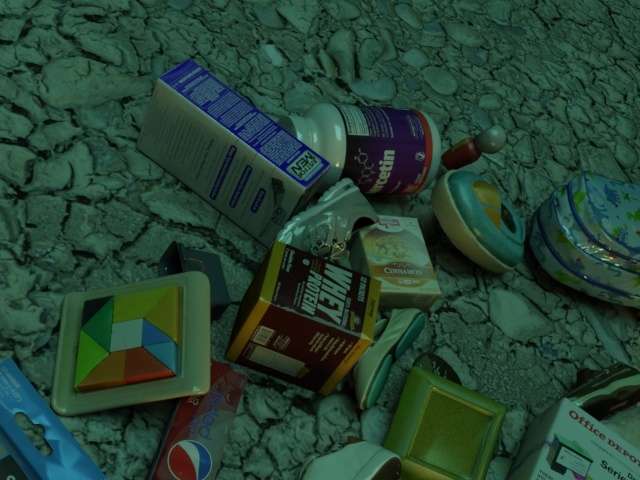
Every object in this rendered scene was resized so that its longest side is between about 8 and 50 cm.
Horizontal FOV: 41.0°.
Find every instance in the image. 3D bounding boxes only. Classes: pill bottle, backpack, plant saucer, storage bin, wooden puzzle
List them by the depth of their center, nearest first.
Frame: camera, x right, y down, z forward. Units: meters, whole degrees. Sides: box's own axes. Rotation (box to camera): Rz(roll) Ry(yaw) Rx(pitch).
[{"bbox_3d":[-0.291,0.151,1.322,0.238,0.044,0.221,-8,52,3],"label":"wooden puzzle"},{"bbox_3d":[0.214,0.328,1.436,0.188,0.045,0.189,25,71,-6],"label":"plant saucer"},{"bbox_3d":[-0.210,0.071,1.461,0.091,0.098,0.135,6,50,-35],"label":"storage bin"},{"bbox_3d":[0.072,-0.184,1.742,0.322,0.181,0.182,-1,54,-27],"label":"pill bottle"},{"bbox_3d":[0.627,-0.003,1.849,0.355,0.273,0.290,9,56,-4],"label":"backpack"}]

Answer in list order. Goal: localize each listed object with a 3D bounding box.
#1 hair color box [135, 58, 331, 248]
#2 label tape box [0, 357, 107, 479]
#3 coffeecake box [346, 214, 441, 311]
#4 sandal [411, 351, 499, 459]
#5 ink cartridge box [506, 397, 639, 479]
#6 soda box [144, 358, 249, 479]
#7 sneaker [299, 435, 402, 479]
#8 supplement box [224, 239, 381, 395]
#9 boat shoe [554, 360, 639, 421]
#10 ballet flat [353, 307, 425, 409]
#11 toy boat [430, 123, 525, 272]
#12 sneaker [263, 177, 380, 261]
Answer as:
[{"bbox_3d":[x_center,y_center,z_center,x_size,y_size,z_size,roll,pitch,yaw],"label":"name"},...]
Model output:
[{"bbox_3d":[-0.167,-0.160,1.600,0.338,0.185,0.110,38,45,6],"label":"hair color box"},{"bbox_3d":[-0.485,0.302,1.117,0.347,0.115,0.249,-32,72,-39],"label":"label tape box"},{"bbox_3d":[0.137,0.043,1.667,0.142,0.068,0.186,3,52,-23],"label":"coffeecake box"},{"bbox_3d":[0.230,0.300,1.516,0.219,0.060,0.090,49,54,-3],"label":"sandal"},{"bbox_3d":[0.427,0.438,1.453,0.201,0.117,0.278,36,47,5],"label":"ink cartridge box"},{"bbox_3d":[-0.193,0.306,1.278,0.092,0.083,0.263,24,46,-8],"label":"soda box"},{"bbox_3d":[-0.010,0.409,1.298,0.123,0.106,0.290,22,44,40],"label":"sneaker"},{"bbox_3d":[-0.029,0.133,1.426,0.194,0.191,0.129,22,47,-10],"label":"supplement box"},{"bbox_3d":[0.524,0.291,1.652,0.257,0.095,0.095,-6,42,-37],"label":"boat shoe"},{"bbox_3d":[0.104,0.202,1.525,0.086,0.086,0.248,38,45,6],"label":"ballet flat"},{"bbox_3d":[0.335,-0.103,1.781,0.267,0.148,0.318,35,40,-38],"label":"toy boat"},{"bbox_3d":[0.000,0.000,1.573,0.115,0.105,0.281,41,66,12],"label":"sneaker"}]
